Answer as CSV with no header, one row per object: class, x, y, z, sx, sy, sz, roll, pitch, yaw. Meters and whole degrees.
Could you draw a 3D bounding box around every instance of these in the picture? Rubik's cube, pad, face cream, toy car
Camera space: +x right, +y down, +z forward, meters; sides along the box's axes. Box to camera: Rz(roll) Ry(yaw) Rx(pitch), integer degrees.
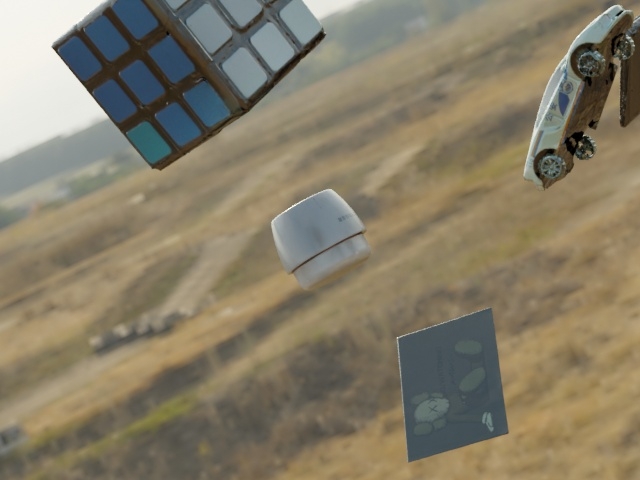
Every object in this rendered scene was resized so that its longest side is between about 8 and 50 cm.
Rubik's cube,-0.124,-0.189,1.598,0.162,0.160,0.163,-28,16,45
pad,0.155,0.170,2.017,0.127,0.004,0.190,-20,45,18
face cream,0.000,0.000,2.173,0.117,0.104,0.117,-29,-6,-3
toy car,0.257,-0.143,1.690,0.056,0.205,0.095,28,30,22

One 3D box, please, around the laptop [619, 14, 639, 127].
laptop,0.408,-0.228,1.992,0.016,0.135,0.197,22,44,33
